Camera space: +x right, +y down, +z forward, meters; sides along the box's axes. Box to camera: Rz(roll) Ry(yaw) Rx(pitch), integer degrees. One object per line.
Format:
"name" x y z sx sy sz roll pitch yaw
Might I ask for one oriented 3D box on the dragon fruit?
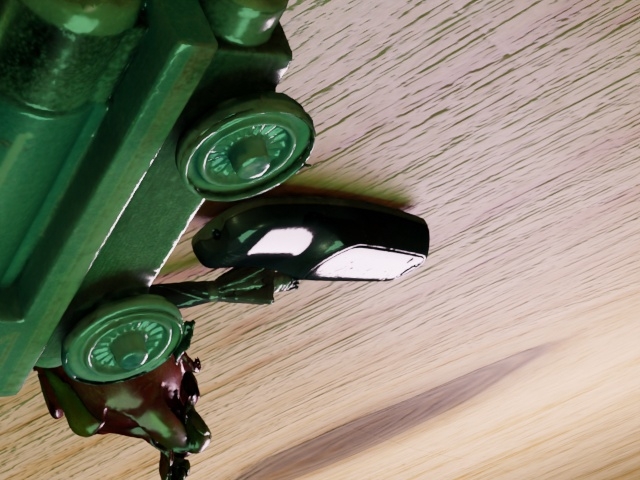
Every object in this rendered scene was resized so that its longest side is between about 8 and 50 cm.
"dragon fruit" -0.138 0.110 1.274 0.138 0.175 0.142 -25 -164 40

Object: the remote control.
"remote control" 0.000 0.000 1.182 0.072 0.042 0.222 -36 155 33

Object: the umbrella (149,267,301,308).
"umbrella" -0.093 0.040 1.210 0.269 0.044 0.044 -12 129 -21

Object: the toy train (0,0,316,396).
"toy train" -0.134 -0.032 0.825 0.194 0.120 0.298 1 140 -34
